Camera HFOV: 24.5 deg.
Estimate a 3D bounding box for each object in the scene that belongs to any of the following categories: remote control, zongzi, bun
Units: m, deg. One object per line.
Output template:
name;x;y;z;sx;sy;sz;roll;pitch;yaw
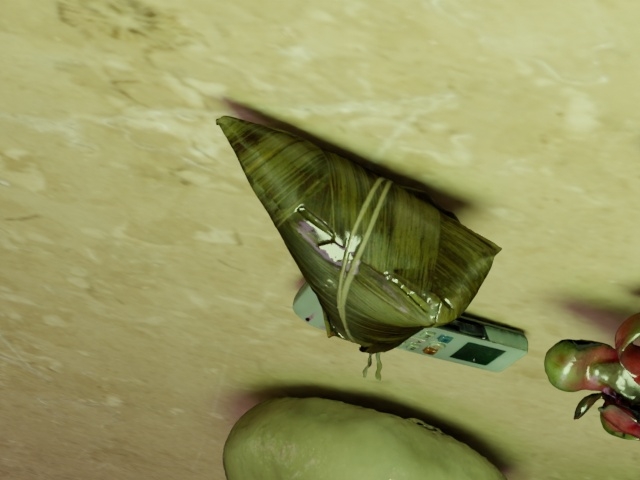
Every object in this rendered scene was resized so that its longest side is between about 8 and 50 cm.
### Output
remote control;0.066;0.059;1.072;0.166;0.029;0.065;15;156;-11
zongzi;0.000;0.000;0.935;0.184;0.084;0.187;32;160;-3
bun;0.042;0.240;1.328;0.273;0.168;0.273;20;161;7

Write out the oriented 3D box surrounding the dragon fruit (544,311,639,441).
dragon fruit;0.294;0.139;0.935;0.198;0.273;0.218;-24;165;-25
